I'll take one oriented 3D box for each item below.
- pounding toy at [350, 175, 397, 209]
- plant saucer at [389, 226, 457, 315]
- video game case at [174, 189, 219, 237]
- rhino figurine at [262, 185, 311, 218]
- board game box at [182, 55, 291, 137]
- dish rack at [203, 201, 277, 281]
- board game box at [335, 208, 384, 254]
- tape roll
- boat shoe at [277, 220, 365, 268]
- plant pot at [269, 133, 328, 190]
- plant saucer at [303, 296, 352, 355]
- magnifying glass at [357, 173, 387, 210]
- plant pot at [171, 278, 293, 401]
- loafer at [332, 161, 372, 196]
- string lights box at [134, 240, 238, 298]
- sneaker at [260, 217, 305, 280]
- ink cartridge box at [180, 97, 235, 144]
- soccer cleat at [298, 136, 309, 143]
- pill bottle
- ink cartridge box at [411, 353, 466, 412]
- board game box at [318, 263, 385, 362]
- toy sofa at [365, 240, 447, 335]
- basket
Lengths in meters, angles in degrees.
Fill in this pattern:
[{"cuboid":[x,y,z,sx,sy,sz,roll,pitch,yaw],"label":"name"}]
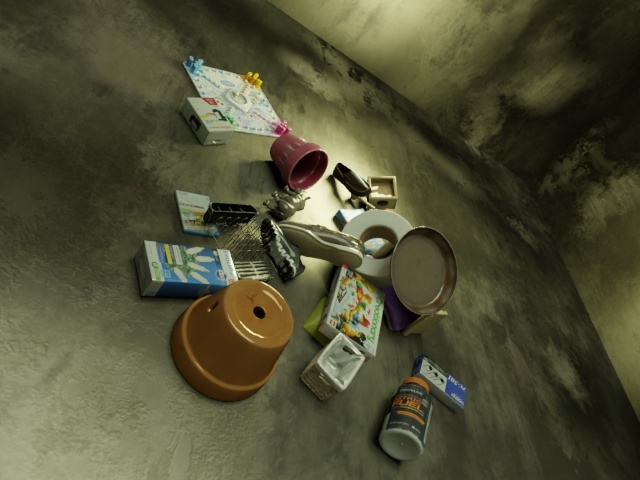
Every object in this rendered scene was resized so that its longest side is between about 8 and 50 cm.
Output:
[{"cuboid":[0.235,-0.190,2.304,0.206,0.094,0.180,0,59,-1],"label":"pounding toy"},{"cuboid":[0.356,0.106,1.802,0.311,0.050,0.310,2,85,-31],"label":"plant saucer"},{"cuboid":[-0.393,-0.085,1.628,0.119,0.015,0.166,10,47,-40],"label":"video game case"},{"cuboid":[-0.110,-0.148,1.931,0.106,0.073,0.243,45,33,5],"label":"rhino figurine"},{"cuboid":[-0.348,-0.612,2.200,0.390,0.050,0.389,-3,56,-47],"label":"board game box"},{"cuboid":[-0.241,0.006,1.617,0.208,0.074,0.271,-2,55,-54],"label":"dish rack"},{"cuboid":[0.171,-0.039,2.128,0.160,0.039,0.211,-4,56,-47],"label":"board game box"},{"cuboid":[0.212,0.028,1.905,0.287,0.100,0.286,-3,60,5],"label":"tape roll"},{"cuboid":[0.000,0.000,1.799,0.325,0.116,0.096,19,44,0],"label":"boat shoe"},{"cuboid":[-0.100,-0.325,2.042,0.201,0.201,0.180,-8,44,-49],"label":"plant pot"},{"cuboid":[0.057,0.281,1.670,0.188,0.045,0.188,43,34,-1],"label":"plant saucer"},{"cuboid":[0.234,-0.224,2.401,0.231,0.026,0.092,52,35,10],"label":"magnifying glass"},{"cuboid":[-0.206,0.235,1.314,0.291,0.203,0.290,26,39,-24],"label":"plant pot"},{"cuboid":[0.134,-0.269,2.252,0.220,0.078,0.080,37,65,25],"label":"loafer"},{"cuboid":[-0.367,0.086,1.418,0.260,0.076,0.133,8,47,-41],"label":"string lights box"},{"cuboid":[-0.124,0.027,1.733,0.106,0.078,0.234,-5,61,-51],"label":"sneaker"},{"cuboid":[-0.422,-0.449,1.926,0.128,0.072,0.175,-16,65,-47],"label":"ink cartridge box"},{"cuboid":[-0.067,-0.398,2.247,0.196,0.068,0.076,11,49,-42],"label":"soccer cleat"},{"cuboid":[0.266,0.526,1.548,0.130,0.130,0.245,41,34,-4],"label":"pill bottle"},{"cuboid":[0.419,0.501,1.803,0.207,0.046,0.097,40,36,-6],"label":"ink cartridge box"},{"cuboid":[0.111,0.231,1.687,0.193,0.053,0.305,36,35,-12],"label":"board game box"},{"cuboid":[0.311,0.170,1.952,0.177,0.150,0.362,11,46,-40],"label":"toy sofa"},{"cuboid":[0.035,0.372,1.500,0.113,0.103,0.167,46,35,3],"label":"basket"}]
